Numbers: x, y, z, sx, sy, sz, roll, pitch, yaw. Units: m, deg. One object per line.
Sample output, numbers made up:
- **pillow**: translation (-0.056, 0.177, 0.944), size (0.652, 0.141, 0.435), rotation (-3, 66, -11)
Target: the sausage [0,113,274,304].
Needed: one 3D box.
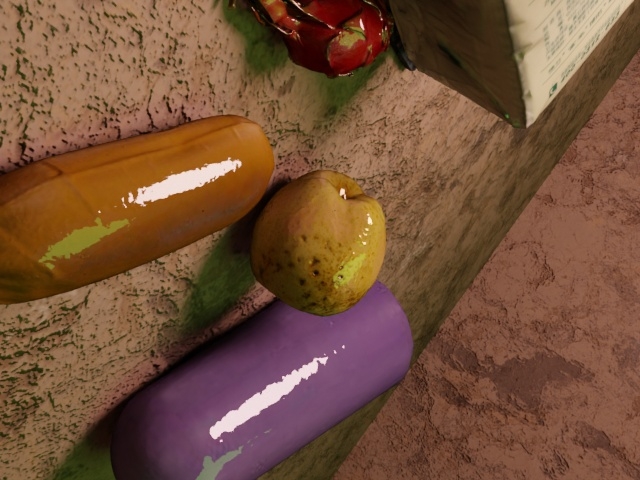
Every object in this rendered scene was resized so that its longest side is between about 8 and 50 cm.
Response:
- **sausage**: translation (-0.169, -0.026, 0.577), size (0.328, 0.112, 0.112), rotation (-27, 146, -45)

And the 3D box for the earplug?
- **earplug**: translation (-0.081, 0.207, 0.982), size (0.456, 0.215, 0.215), rotation (-26, 145, -44)

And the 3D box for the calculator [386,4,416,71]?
- **calculator**: translation (0.168, -0.347, 0.905), size (0.261, 0.021, 0.161), rotation (-55, 159, 3)

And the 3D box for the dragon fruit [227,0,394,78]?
- **dragon fruit**: translation (-0.014, -0.208, 0.674), size (0.190, 0.094, 0.094), rotation (0, 126, -38)

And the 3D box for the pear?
- **pear**: translation (0.000, 0.000, 0.875), size (0.178, 0.178, 0.178), rotation (-44, 156, -25)

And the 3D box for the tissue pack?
- **tissue pack**: translation (0.245, -0.358, 0.753), size (0.380, 0.207, 0.297), rotation (-50, 151, -5)
